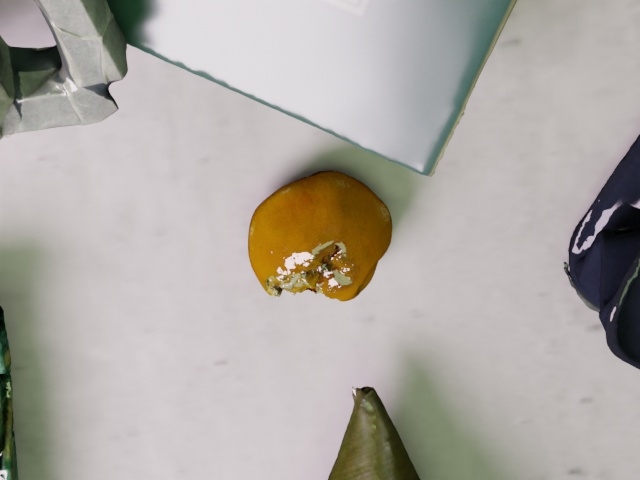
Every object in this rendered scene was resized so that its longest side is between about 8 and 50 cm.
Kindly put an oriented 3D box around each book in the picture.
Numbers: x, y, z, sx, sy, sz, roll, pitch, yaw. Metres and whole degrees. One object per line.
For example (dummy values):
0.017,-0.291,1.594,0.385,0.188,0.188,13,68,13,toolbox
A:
-0.063,-0.209,0.873,0.379,0.031,0.264,24,123,-3,book

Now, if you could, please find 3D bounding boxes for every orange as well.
0.000,0.000,1.016,0.086,0.062,0.086,-2,112,-4,orange

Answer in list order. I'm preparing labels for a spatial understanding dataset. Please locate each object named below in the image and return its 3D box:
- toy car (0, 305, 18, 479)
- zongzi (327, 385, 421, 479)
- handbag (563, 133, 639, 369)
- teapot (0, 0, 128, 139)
-0.250,0.178,1.062,0.141,0.097,0.320,1,115,-3,toy car
-0.025,0.248,1.094,0.251,0.125,0.274,-24,111,0,zongzi
0.340,0.004,1.012,0.326,0.118,0.269,24,110,-16,handbag
-0.224,-0.099,0.862,0.221,0.163,0.178,12,143,14,teapot
